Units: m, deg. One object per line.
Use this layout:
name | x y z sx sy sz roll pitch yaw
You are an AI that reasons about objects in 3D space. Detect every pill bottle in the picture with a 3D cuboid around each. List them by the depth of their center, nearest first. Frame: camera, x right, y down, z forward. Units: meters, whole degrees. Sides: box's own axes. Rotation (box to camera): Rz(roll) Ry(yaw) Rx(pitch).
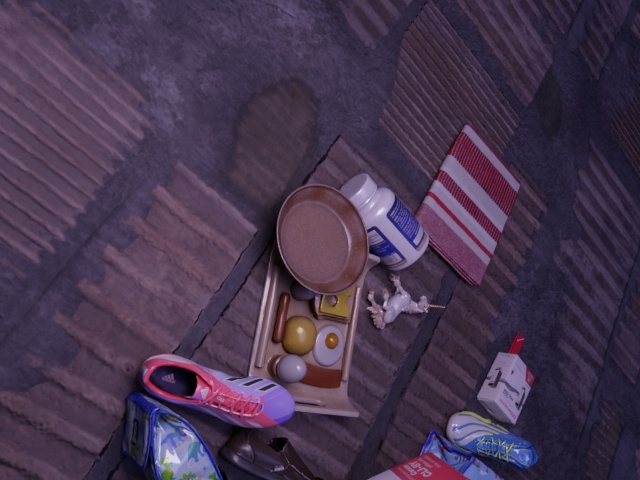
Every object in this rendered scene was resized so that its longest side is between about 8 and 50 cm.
pill bottle | 0.118 -0.039 1.042 0.186 0.112 0.112 46 63 -23

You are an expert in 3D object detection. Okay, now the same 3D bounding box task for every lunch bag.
lunch bag | -0.228 0.296 0.769 0.096 0.129 0.151 -28 102 -33
lunch bag | 0.257 0.590 1.093 0.221 0.138 0.293 41 77 -24

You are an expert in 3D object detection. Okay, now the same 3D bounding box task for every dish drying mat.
dish drying mat | 0.491 0.274 1.330 0.032 0.008 0.083 47 62 -23

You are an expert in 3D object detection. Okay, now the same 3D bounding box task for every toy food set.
toy food set | 0.003 0.153 0.959 0.220 0.092 0.306 17 77 -32

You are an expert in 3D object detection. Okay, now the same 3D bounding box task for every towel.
towel | 0.352 -0.089 1.254 0.237 0.037 0.329 42 63 -22

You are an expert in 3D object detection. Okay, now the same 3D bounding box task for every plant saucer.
plant saucer | 0.000 0.000 0.931 0.199 0.036 0.198 11 71 -34

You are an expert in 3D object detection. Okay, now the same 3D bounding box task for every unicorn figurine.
unicorn figurine | 0.163 0.127 1.098 0.162 0.060 0.111 -30 109 -17

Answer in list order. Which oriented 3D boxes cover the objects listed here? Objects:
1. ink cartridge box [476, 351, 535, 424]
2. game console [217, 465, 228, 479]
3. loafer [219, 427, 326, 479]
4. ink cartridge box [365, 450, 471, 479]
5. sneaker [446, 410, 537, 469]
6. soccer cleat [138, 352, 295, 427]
ink cartridge box | 0.445 0.353 1.263 0.099 0.056 0.135 48 62 -22
game console | -0.190 0.423 0.818 0.107 0.071 0.122 -26 100 -33
loafer | -0.064 0.380 0.901 0.220 0.080 0.078 38 67 -26
ink cartridge box | 0.090 0.577 0.885 0.385 0.160 0.279 -16 95 -17
sneaker | 0.395 0.448 1.179 0.240 0.126 0.091 27 71 -30
soccer cleat | -0.154 0.234 0.804 0.248 0.095 0.083 21 81 -9
